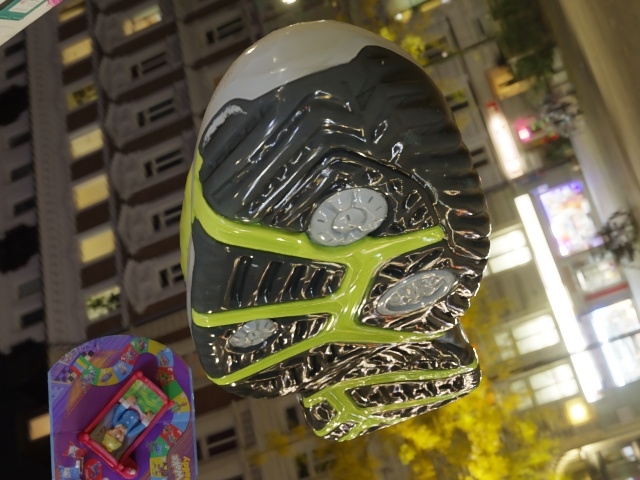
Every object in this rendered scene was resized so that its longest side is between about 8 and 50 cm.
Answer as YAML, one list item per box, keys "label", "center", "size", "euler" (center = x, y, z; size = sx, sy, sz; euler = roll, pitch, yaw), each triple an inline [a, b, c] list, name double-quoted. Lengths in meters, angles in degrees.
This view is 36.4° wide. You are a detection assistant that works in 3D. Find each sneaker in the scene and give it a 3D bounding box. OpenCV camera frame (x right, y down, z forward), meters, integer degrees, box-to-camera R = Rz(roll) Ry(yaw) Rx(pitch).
- label: "sneaker"
  center: [0.000, 0.000, 0.517]
  size: [0.385, 0.145, 0.147]
  euler: [76, 174, -66]

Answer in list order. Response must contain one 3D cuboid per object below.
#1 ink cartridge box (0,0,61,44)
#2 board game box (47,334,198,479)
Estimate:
- label: "ink cartridge box"
  center: [-0.252, -0.263, 0.795]
  size: [0.134, 0.231, 0.078]
  euler: [65, -158, 8]
- label: "board game box"
  center: [-0.172, 0.168, 0.873]
  size: [0.033, 0.133, 0.169]
  euler: [160, 108, -65]
